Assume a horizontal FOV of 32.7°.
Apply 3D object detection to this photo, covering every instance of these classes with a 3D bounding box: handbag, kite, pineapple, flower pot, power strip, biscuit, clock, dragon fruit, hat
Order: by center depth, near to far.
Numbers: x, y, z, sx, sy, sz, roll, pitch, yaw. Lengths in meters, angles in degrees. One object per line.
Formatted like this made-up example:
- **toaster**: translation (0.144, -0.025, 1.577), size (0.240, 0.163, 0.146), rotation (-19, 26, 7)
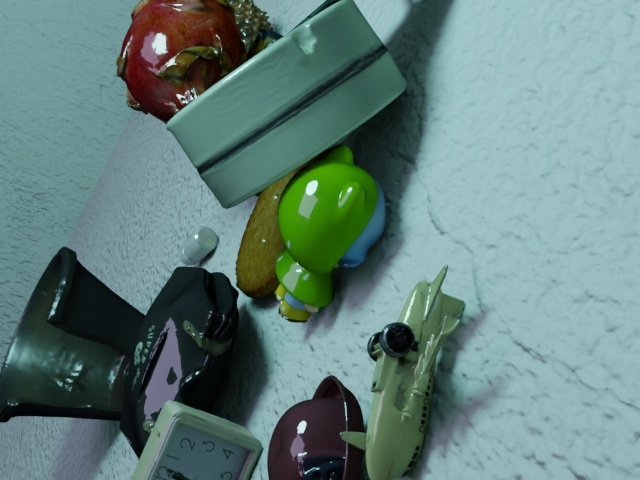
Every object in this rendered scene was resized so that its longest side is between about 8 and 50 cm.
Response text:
- **hat**: translation (-0.013, 0.253, 1.272), size (0.205, 0.089, 0.206), rotation (-168, 90, -78)
- **clock**: translation (-0.189, 0.343, 1.556), size (0.192, 0.147, 0.071), rotation (-66, 21, -3)
- **power strip**: translation (-0.051, -0.196, 1.610), size (0.357, 0.161, 0.357), rotation (-34, 7, 5)
- **kite**: translation (0.083, -0.398, 1.683), size (0.406, 0.014, 0.368), rotation (-29, 6, 23)
- **handbag**: translation (-0.219, 0.213, 1.720), size (0.288, 0.152, 0.342), rotation (-169, 97, -75)
- **biscuit**: translation (-0.053, -0.039, 1.802), size (0.305, 0.038, 0.305), rotation (-48, 26, 33)
- **dragon fruit**: translation (-0.246, -0.322, 1.939), size (0.250, 0.250, 0.315), rotation (-33, 54, 54)
- **flower pot**: translation (-0.490, 0.223, 2.244), size (0.379, 0.251, 0.379), rotation (-51, 26, 38)
- **pineapple**: translation (-0.161, -0.384, 2.298), size (0.175, 0.175, 0.361), rotation (-54, 37, 27)

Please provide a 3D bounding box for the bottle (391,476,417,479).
- **bottle**: translation (0.100, 0.286, 1.071), size (0.053, 0.053, 0.140), rotation (-62, 22, 9)

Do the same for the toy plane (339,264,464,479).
- **toy plane**: translation (0.091, 0.149, 1.199), size (0.229, 0.092, 0.244), rotation (132, 161, -73)

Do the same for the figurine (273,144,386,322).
- **figurine**: translation (0.000, 0.000, 1.517), size (0.162, 0.143, 0.263), rotation (-99, 27, -49)

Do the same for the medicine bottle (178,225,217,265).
- **medicine bottle**: translation (-0.245, 0.012, 2.172), size (0.089, 0.052, 0.052), rotation (-41, 32, 47)

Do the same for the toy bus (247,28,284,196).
- **toy bus**: translation (-0.108, -0.243, 2.021), size (0.275, 0.138, 0.167), rotation (-59, 20, 21)
